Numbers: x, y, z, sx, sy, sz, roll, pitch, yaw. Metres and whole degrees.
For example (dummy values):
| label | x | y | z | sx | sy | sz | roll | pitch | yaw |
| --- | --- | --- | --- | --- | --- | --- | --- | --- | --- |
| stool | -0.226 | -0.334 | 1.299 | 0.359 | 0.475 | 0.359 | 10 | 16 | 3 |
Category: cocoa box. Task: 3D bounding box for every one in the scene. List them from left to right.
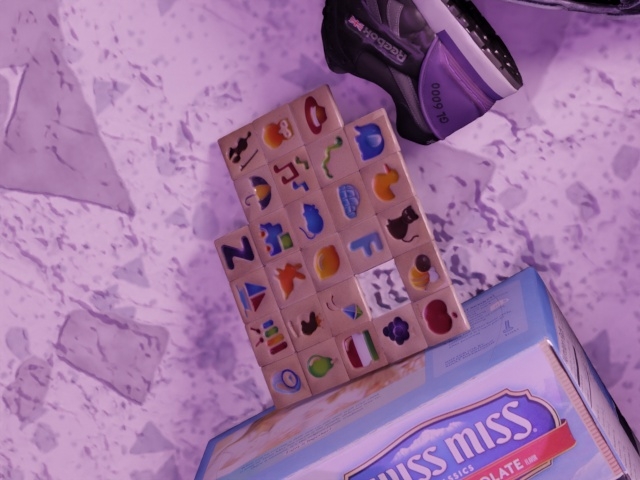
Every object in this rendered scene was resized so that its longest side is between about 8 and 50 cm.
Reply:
| label | x | y | z | sx | sy | sz | roll | pitch | yaw |
| --- | --- | --- | --- | --- | --- | --- | --- | --- | --- |
| cocoa box | 0.088 | 0.217 | 1.467 | 0.347 | 0.231 | 0.228 | -29 | 100 | 10 |

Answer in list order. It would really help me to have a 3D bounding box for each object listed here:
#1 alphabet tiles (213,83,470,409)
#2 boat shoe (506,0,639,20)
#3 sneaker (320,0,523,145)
| label | x | y | z | sx | sy | sz | roll | pitch | yaw |
| --- | --- | --- | --- | --- | --- | --- | --- | --- | --- |
| alphabet tiles | 0.000 | 0.000 | 1.472 | 0.198 | 0.009 | 0.237 | -25 | 81 | 28 |
| boat shoe | 0.260 | -0.227 | 1.405 | 0.301 | 0.102 | 0.108 | 3 | 105 | 3 |
| sneaker | 0.034 | -0.200 | 1.430 | 0.124 | 0.107 | 0.283 | -36 | 100 | 18 |
